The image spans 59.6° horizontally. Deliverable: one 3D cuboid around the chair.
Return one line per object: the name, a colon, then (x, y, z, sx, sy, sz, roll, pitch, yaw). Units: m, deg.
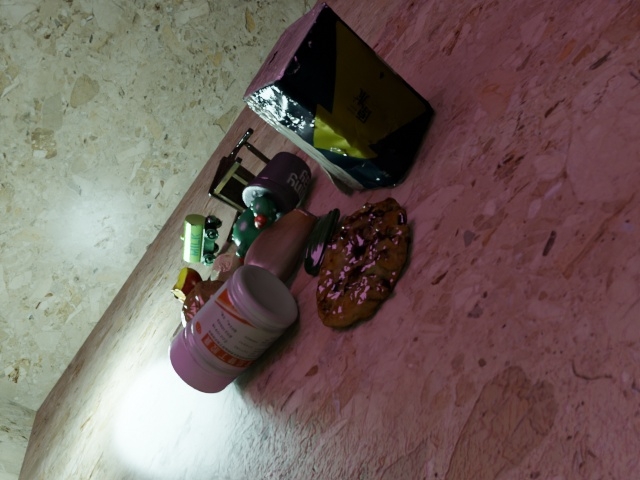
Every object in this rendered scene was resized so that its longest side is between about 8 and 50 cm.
chair: (-0.315, -0.197, 2.145, 0.416, 0.241, 0.203, -32, 35, 41)

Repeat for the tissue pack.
tissue pack: (0.053, -0.342, 1.428, 0.253, 0.416, 0.264, -3, 54, 58)

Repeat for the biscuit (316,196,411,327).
biscuit: (0.084, 0.041, 1.283, 0.289, 0.081, 0.334, -27, 38, 50)

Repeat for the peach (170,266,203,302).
peach: (-0.511, 0.176, 2.178, 0.151, 0.118, 0.151, 14, -90, -79)

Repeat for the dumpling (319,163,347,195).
dumpling: (0.046, -0.251, 1.627, 0.126, 0.166, 0.215, 11, 65, 44)

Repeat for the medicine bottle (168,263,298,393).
medicine bottle: (-0.230, 0.235, 1.470, 0.316, 0.202, 0.202, -47, 25, 21)

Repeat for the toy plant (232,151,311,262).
toy plant: (-0.176, -0.106, 1.812, 0.279, 0.185, 0.400, -31, 26, 58)

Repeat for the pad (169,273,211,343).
pad: (-0.473, 0.269, 2.134, 0.330, 0.004, 0.220, -59, 24, -7)

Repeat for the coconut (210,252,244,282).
coconut: (-0.295, 0.099, 1.822, 0.116, 0.116, 0.122, -46, 19, 21)

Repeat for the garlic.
garlic: (-0.122, 0.030, 1.639, 0.143, 0.112, 0.318, 19, 67, 30)

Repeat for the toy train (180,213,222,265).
toy train: (-0.483, -0.004, 2.240, 0.105, 0.157, 0.253, -91, 13, -49)

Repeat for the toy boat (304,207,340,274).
toy boat: (0.000, 0.000, 1.529, 0.104, 0.052, 0.210, -24, 40, 47)

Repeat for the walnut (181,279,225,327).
walnut: (-0.323, 0.217, 1.690, 0.213, 0.213, 0.213, -43, 27, 28)
